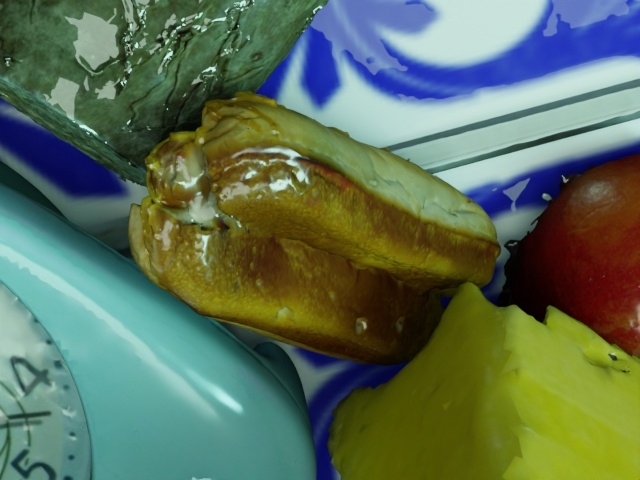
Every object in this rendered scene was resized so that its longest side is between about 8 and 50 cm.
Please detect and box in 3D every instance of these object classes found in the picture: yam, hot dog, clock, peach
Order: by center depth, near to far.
[{"bbox_3d":[-0.037,-0.098,0.555,0.107,0.107,0.183,35,100,-14],"label":"yam"},{"bbox_3d":[0.000,0.000,0.577,0.071,0.045,0.165,-46,149,14],"label":"hot dog"},{"bbox_3d":[-0.155,0.059,0.607,0.274,0.094,0.223,43,100,-14],"label":"clock"},{"bbox_3d":[0.110,0.022,0.628,0.098,0.061,0.098,-4,113,-10],"label":"peach"}]

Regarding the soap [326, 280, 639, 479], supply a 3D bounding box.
[{"bbox_3d":[0.148,0.160,0.573,0.324,0.204,0.096,30,123,-20],"label":"soap"}]
